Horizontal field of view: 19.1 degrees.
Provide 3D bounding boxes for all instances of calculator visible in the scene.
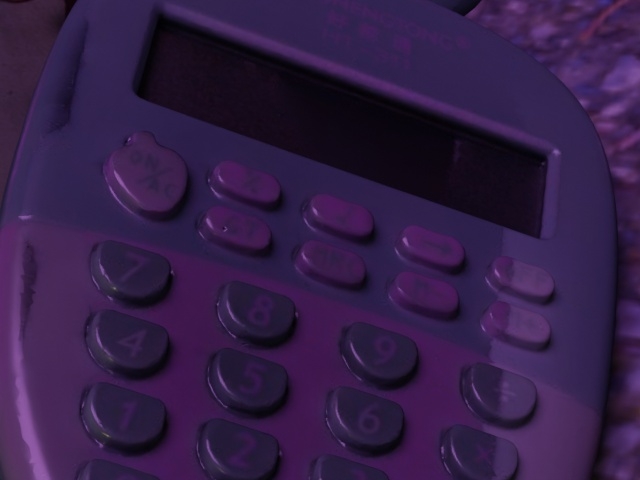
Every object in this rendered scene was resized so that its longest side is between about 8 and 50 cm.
[{"bbox_3d":[0.000,0.000,0.560,0.185,0.041,0.299,18,50,-12],"label":"calculator"}]

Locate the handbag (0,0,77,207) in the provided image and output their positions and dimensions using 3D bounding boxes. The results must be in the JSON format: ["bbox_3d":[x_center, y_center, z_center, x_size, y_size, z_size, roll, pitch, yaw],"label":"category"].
[{"bbox_3d":[-0.148,0.029,0.598,0.213,0.127,0.235,-19,57,6],"label":"handbag"}]
